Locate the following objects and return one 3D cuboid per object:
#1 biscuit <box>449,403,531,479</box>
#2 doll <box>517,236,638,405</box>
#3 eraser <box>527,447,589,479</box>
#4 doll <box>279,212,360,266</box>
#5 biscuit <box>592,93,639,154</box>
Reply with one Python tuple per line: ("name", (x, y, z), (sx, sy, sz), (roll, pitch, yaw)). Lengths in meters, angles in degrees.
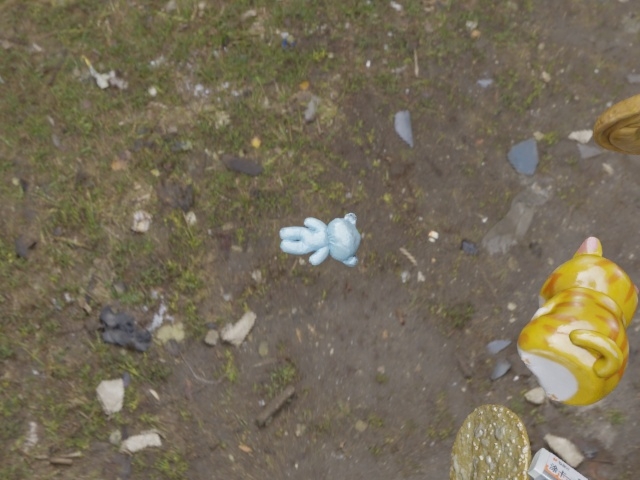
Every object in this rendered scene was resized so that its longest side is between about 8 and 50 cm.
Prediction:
("biscuit", (0.311, 0.409, 1.327), (0.033, 0.220, 0.219), (22, 66, -23))
("doll", (0.416, 0.134, 1.141), (0.166, 0.162, 0.269), (54, 37, -20))
("eraser", (0.416, 0.411, 1.215), (0.122, 0.029, 0.052), (35, 47, 11))
("doll", (0.001, 0.000, 1.598), (0.180, 0.075, 0.120), (-1, 93, 2))
("biscuit", (0.391, -0.128, 0.825), (0.142, 0.221, 0.029), (-3, 82, 30))
